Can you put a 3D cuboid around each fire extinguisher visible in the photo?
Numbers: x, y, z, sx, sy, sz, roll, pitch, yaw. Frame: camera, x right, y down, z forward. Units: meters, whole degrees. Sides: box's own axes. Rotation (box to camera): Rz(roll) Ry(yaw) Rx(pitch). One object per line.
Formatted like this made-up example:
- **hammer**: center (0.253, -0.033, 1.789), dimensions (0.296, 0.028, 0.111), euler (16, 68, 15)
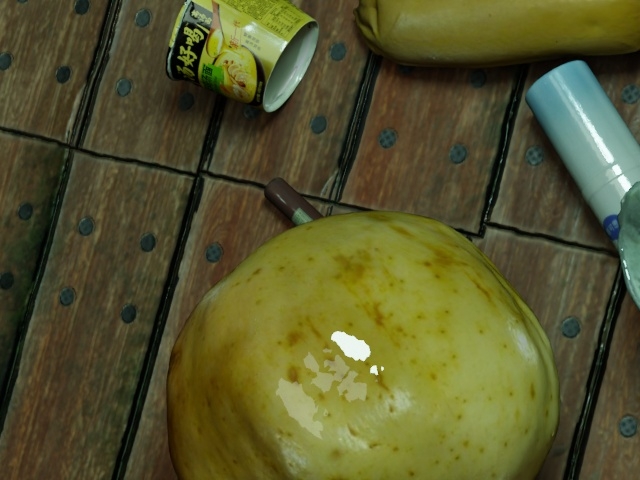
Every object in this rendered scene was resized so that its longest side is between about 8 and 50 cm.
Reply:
- **fire extinguisher**: center (0.000, 0.000, 2.016), dimensions (0.173, 0.035, 0.049), euler (42, 94, 25)

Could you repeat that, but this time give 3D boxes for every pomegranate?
- **pomegranate**: center (0.055, 0.176, 1.796), dimensions (0.410, 0.410, 0.410), euler (-4, 80, 21)

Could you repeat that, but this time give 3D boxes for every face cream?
- **face cream**: center (0.299, -0.061, 1.882), dimensions (0.077, 0.077, 0.250), euler (-34, 71, 14)

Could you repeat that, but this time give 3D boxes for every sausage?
- **sausage**: center (0.185, -0.248, 1.943), dimensions (0.354, 0.116, 0.134), euler (-3, 92, 25)

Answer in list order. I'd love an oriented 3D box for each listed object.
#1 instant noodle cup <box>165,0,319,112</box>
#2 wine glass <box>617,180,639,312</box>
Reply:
- **instant noodle cup**: center (-0.080, -0.216, 2.032), dimensions (0.122, 0.151, 0.151), euler (29, 93, 11)
- **wine glass**: center (0.469, -0.044, 1.649), dimensions (0.406, 0.267, 0.267), euler (-34, 68, 44)
